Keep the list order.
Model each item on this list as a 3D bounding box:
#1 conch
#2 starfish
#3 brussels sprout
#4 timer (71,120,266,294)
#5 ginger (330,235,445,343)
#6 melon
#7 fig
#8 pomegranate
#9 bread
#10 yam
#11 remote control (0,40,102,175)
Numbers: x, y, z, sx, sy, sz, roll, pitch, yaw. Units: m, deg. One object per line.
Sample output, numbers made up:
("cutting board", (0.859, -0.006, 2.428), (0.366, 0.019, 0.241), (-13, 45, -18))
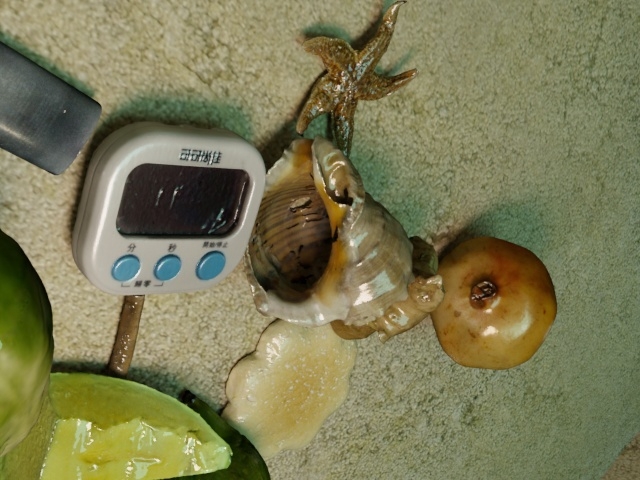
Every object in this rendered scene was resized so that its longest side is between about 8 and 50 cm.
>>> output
("conch", (-0.003, 0.001, 1.407), (0.263, 0.186, 0.324), (-24, 102, -16))
("starfish", (0.047, -0.239, 1.380), (0.235, 0.062, 0.277), (2, 118, -45))
("brussels sprout", (-0.430, 0.116, 0.973), (0.281, 0.289, 0.355), (-39, 149, -29))
("timer", (-0.203, -0.043, 1.240), (0.262, 0.087, 0.237), (0, 115, -43))
("ginger", (0.137, 0.081, 1.544), (0.123, 0.270, 0.219), (45, 62, -25))
("melon", (-0.291, 0.298, 1.338), (0.323, 0.124, 0.196), (12, 107, -38))
("fig", (-0.174, 0.362, 1.487), (0.203, 0.203, 0.235), (-5, 98, -43))
("pomegranate", (0.324, 0.121, 1.761), (0.264, 0.264, 0.264), (-25, 132, -32))
("bread", (-0.047, 0.264, 1.640), (0.316, 0.054, 0.316), (-23, 129, -32))
("yam", (-0.282, 0.138, 1.334), (0.032, 0.032, 0.145), (-4, 120, -43))
("remote control", (-0.399, -0.187, 0.982), (0.377, 0.044, 0.107), (31, 88, -51))
